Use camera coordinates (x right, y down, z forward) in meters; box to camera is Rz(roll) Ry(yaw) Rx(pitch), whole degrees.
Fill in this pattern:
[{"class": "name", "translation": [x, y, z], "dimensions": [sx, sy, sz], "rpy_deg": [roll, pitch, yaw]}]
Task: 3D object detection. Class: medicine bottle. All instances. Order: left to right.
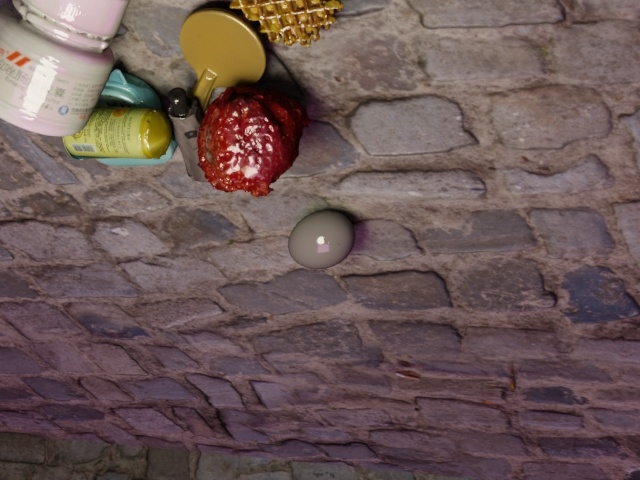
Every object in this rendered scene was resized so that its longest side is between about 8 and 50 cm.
[{"class": "medicine bottle", "translation": [-0.549, -0.405, 1.774], "dimensions": [0.256, 0.256, 0.324], "rpy_deg": [27, 112, -13]}, {"class": "medicine bottle", "translation": [-0.453, -0.243, 1.944], "dimensions": [0.239, 0.124, 0.124], "rpy_deg": [4, 138, 15]}]

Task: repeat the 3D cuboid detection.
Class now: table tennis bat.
[{"class": "table tennis bat", "translation": [-0.233, -0.382, 1.892], "dimensions": [0.198, 0.050, 0.321], "rpy_deg": [30, 143, -9]}]

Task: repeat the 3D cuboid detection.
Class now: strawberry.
[{"class": "strawberry", "translation": [-0.160, -0.236, 1.896], "dimensions": [0.274, 0.274, 0.220], "rpy_deg": [-15, 127, 30]}]

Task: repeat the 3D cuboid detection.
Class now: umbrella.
[{"class": "umbrella", "translation": [-0.303, -0.244, 2.024], "dimensions": [0.073, 0.067, 0.337], "rpy_deg": [0, 153, 3]}]

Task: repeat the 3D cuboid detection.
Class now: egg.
[{"class": "egg", "translation": [0.000, 0.000, 2.193], "dimensions": [0.199, 0.146, 0.146], "rpy_deg": [-17, 130, 41]}]

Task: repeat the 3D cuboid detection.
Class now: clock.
[{"class": "clock", "translation": [-0.473, -0.301, 2.050], "dimensions": [0.224, 0.094, 0.274], "rpy_deg": [1, 135, 16]}]

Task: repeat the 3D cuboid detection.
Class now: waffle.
[{"class": "waffle", "translation": [-0.072, -0.497, 1.736], "dimensions": [0.229, 0.051, 0.231], "rpy_deg": [29, 138, -16]}]
